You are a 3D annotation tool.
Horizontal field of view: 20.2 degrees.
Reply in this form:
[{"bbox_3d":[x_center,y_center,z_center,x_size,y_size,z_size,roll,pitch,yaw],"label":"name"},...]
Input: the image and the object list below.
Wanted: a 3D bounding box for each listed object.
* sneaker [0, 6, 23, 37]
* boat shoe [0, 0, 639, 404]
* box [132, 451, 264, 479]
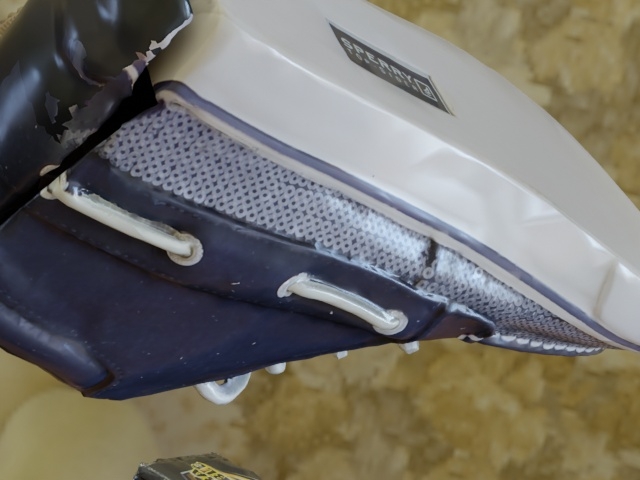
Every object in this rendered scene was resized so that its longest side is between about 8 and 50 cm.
[{"bbox_3d":[-0.206,-0.021,1.178,0.099,0.153,0.282,-1,41,32],"label":"sneaker"},{"bbox_3d":[0.000,0.000,0.696,0.340,0.158,0.127,28,26,-40],"label":"boat shoe"},{"bbox_3d":[-0.003,0.294,0.866,0.293,0.295,0.073,25,14,32],"label":"box"}]
